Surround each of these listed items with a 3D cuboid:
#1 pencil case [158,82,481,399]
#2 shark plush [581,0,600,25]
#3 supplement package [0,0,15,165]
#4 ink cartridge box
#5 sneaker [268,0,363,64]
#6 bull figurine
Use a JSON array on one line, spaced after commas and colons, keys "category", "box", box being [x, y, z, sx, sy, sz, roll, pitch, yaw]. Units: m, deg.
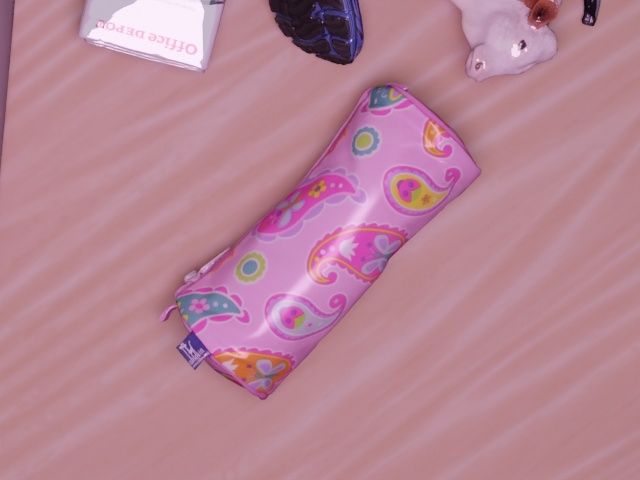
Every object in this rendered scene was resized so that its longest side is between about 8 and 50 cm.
[{"category": "pencil case", "box": [0.000, 0.000, 1.308, 0.124, 0.124, 0.284, 44, 92, -8]}, {"category": "shark plush", "box": [0.252, -0.263, 1.338, 0.067, 0.073, 0.161, 4, 91, -36]}, {"category": "supplement package", "box": [-0.359, -0.095, 1.250, 0.204, 0.145, 0.261, 5, 96, -5]}, {"category": "ink cartridge box", "box": [-0.128, -0.222, 1.299, 0.109, 0.063, 0.150, 14, 94, -7]}, {"category": "sneaker", "box": [0.004, -0.246, 1.287, 0.087, 0.083, 0.221, -37, 128, -37]}, {"category": "bull figurine", "box": [0.144, -0.289, 1.299, 0.188, 0.101, 0.310, 20, 93, -4]}]
